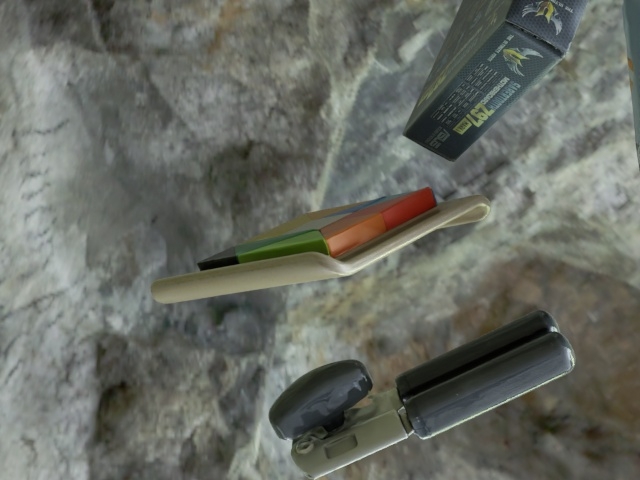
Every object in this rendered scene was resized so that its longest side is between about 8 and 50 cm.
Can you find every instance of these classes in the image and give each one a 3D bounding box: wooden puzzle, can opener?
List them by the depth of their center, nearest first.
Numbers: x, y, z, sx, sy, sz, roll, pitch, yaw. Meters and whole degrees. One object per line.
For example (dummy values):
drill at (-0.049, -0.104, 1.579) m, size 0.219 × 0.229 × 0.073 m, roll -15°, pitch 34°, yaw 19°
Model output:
wooden puzzle at (0.000, 0.000, 1.100) m, size 0.221 × 0.238 × 0.044 m, roll -11°, pitch -84°, yaw 42°
can opener at (0.091, 0.132, 1.162) m, size 0.283 × 0.076 × 0.095 m, roll -26°, pitch -59°, yaw 3°

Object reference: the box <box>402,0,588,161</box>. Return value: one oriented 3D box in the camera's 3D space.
box at (0.159, -0.187, 1.027) m, size 0.059 × 0.233 × 0.183 m, roll 28°, pitch -113°, yaw -6°

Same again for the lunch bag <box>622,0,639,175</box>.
lunch bag at (0.458, -0.071, 1.197) m, size 0.239 × 0.385 × 0.328 m, roll -7°, pitch -103°, yaw 29°
